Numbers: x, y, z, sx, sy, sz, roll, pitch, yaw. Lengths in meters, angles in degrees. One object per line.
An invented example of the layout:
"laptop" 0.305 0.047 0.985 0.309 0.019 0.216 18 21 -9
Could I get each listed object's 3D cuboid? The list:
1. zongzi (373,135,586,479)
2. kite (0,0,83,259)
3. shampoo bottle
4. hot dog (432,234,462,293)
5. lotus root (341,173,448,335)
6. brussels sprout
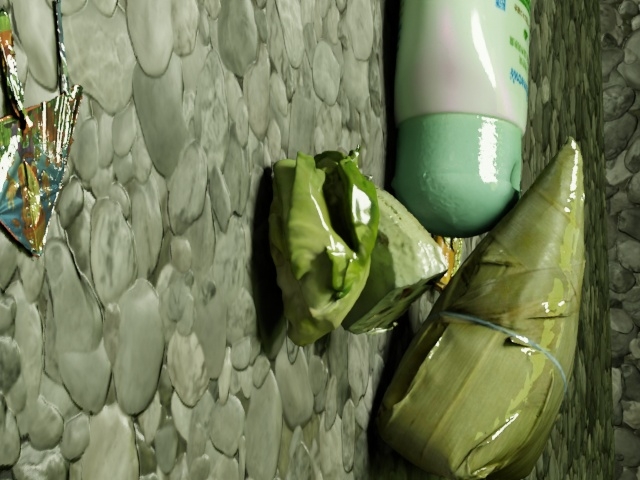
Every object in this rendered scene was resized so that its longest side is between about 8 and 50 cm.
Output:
"zongzi" 0.231 0.103 1.822 0.392 0.174 0.356 -64 162 -6
"kite" -0.182 -0.064 0.956 0.183 0.010 0.160 -43 129 -66
"shampoo bottle" 0.162 -0.175 1.792 0.222 0.151 0.349 39 53 -68
"hot dog" 0.162 0.007 1.960 0.056 0.041 0.133 58 36 -59
"lotus root" 0.040 0.013 1.494 0.144 0.070 0.143 60 -33 24
"brussels sprout" 0.003 0.001 1.400 0.139 0.101 0.181 93 -11 -69
